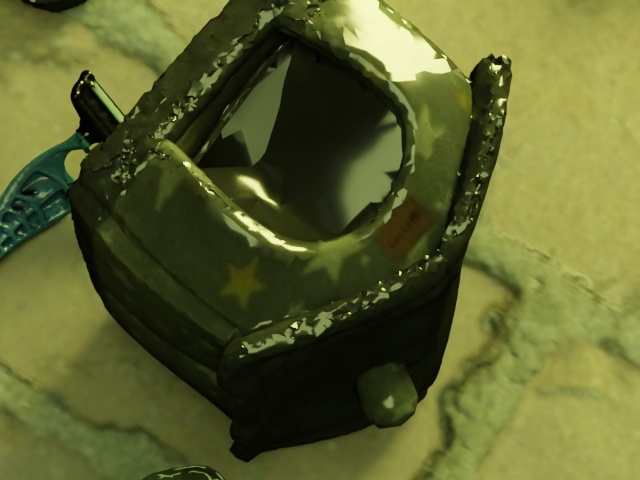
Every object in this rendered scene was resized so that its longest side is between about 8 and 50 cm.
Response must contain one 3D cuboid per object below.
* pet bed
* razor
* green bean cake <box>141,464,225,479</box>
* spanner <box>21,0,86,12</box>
[{"bbox_3d":[0.000,0.000,0.876,0.159,0.211,0.183,39,74,10],"label":"pet bed"},{"bbox_3d":[-0.182,0.031,0.950,0.253,0.042,0.082,-46,122,-11],"label":"razor"},{"bbox_3d":[-0.104,0.208,0.878,0.185,0.094,0.183,-16,76,-7],"label":"green bean cake"},{"bbox_3d":[-0.247,-0.211,0.992,0.316,0.024,0.087,24,89,-3],"label":"spanner"}]
